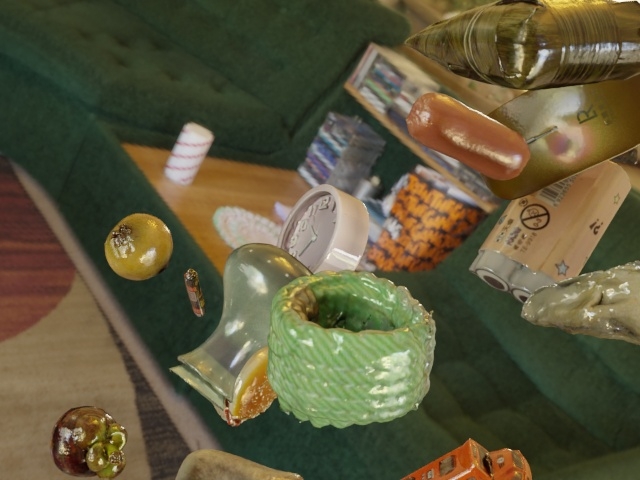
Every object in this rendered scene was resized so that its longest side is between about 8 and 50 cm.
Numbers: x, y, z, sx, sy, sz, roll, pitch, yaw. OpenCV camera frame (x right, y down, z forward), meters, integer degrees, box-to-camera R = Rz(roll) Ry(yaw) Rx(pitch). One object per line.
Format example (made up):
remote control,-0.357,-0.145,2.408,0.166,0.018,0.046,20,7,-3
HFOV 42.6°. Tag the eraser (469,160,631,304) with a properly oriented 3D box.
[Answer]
eraser,0.411,-0.029,1.471,0.171,0.290,0.087,30,-15,21

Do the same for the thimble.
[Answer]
thimble,0.039,0.142,1.074,0.219,0.150,0.219,3,23,-1

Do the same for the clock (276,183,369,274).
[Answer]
clock,0.000,0.000,1.485,0.068,0.197,0.197,25,23,-30

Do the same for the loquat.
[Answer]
loquat,-0.398,0.015,1.804,0.163,0.163,0.137,-1,40,-50

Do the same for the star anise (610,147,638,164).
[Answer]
star anise,0.509,-0.215,1.606,0.223,0.109,0.236,16,6,7

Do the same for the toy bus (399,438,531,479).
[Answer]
toy bus,0.317,0.573,1.898,0.153,0.329,0.143,53,17,-12

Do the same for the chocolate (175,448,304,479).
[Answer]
chocolate,-0.195,0.584,1.882,0.303,0.100,0.185,12,65,10

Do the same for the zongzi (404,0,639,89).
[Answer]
zongzi,0.265,-0.246,1.002,0.247,0.111,0.241,-8,20,-25

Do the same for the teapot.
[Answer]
teapot,-0.115,0.134,1.282,0.183,0.251,0.183,35,-15,11

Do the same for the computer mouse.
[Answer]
computer mouse,0.391,-0.179,1.342,0.072,0.310,0.158,-6,73,-58

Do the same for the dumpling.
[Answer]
dumpling,0.488,0.120,1.274,0.332,0.166,0.086,10,45,10

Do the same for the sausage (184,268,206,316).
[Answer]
sausage,-0.223,0.095,1.467,0.028,0.198,0.025,37,69,16

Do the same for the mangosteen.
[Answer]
mangosteen,-0.466,0.413,1.704,0.156,0.181,0.146,47,34,-41

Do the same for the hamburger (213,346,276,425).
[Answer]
hamburger,-0.180,0.375,2.233,0.151,0.227,0.295,36,23,18

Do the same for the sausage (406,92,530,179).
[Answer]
sausage,0.210,-0.144,1.154,0.194,0.077,0.077,24,24,-17
